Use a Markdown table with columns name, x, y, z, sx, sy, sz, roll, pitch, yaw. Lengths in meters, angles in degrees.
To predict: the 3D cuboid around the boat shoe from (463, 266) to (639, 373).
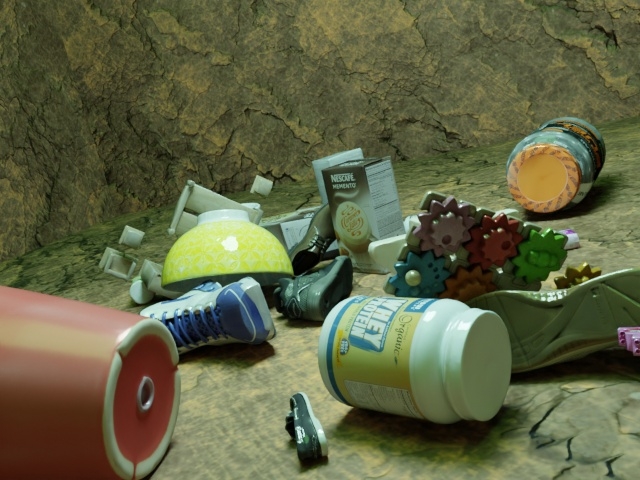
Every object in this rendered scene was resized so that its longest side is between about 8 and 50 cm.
| name | x | y | z | sx | sy | sz | roll | pitch | yaw |
| --- | --- | --- | --- | --- | --- | --- | --- | --- | --- |
| boat shoe | 0.302 | 0.114 | 0.814 | 0.302 | 0.109 | 0.098 | -20 | -27 | 26 |

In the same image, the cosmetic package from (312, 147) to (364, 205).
| name | x | y | z | sx | sy | sz | roll | pitch | yaw |
| --- | --- | --- | --- | --- | --- | --- | --- | --- | --- |
| cosmetic package | 0.074 | -0.139 | 1.831 | 0.127 | 0.238 | 0.107 | -24 | 13 | -29 |

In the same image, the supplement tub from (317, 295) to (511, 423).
| name | x | y | z | sx | sy | sz | roll | pitch | yaw |
| --- | --- | --- | --- | --- | --- | --- | --- | --- | --- |
| supplement tub | 0.112 | 0.141 | 0.753 | 0.200 | 0.144 | 0.144 | -2 | 16 | 42 |

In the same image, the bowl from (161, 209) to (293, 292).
| name | x | y | z | sx | sy | sz | roll | pitch | yaw |
| --- | --- | --- | --- | --- | --- | --- | --- | --- | --- |
| bowl | -0.210 | 0.020 | 1.377 | 0.290 | 0.156 | 0.289 | -6 | -11 | -1 |

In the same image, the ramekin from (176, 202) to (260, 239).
| name | x | y | z | sx | sy | sz | roll | pitch | yaw |
| --- | --- | --- | --- | --- | --- | --- | --- | --- | --- |
| ramekin | -0.306 | -0.017 | 1.917 | 0.277 | 0.135 | 0.277 | -12 | 13 | 3 |

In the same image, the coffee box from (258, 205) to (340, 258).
| name | x | y | z | sx | sy | sz | roll | pitch | yaw |
| --- | --- | --- | --- | --- | --- | --- | --- | --- | --- |
| coffee box | -0.055 | -0.013 | 1.674 | 0.297 | 0.118 | 0.168 | -10 | 12 | 18 |

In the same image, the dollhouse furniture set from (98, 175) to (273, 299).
| name | x | y | z | sx | sy | sz | roll | pitch | yaw |
| --- | --- | --- | --- | --- | --- | --- | --- | --- | --- |
| dollhouse furniture set | -0.336 | -0.045 | 1.538 | 0.303 | 0.355 | 0.174 | 24 | -2 | -24 |

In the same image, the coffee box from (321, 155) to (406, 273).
| name | x | y | z | sx | sy | sz | roll | pitch | yaw |
| --- | --- | --- | --- | --- | --- | --- | --- | --- | --- |
| coffee box | 0.103 | -0.057 | 1.406 | 0.098 | 0.246 | 0.141 | -23 | 15 | -39 |

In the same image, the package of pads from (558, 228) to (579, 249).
| name | x | y | z | sx | sy | sz | roll | pitch | yaw |
| --- | --- | --- | --- | --- | --- | --- | --- | --- | --- |
| package of pads | 0.473 | 0.003 | 1.251 | 0.083 | 0.032 | 0.050 | -12 | 15 | 5 |

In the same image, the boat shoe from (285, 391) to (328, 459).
| name | x | y | z | sx | sy | sz | roll | pitch | yaw |
| --- | --- | --- | --- | --- | --- | --- | --- | --- | --- |
| boat shoe | -0.025 | 0.226 | 0.758 | 0.038 | 0.046 | 0.125 | -11 | 20 | -13 |

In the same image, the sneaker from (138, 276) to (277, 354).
| name | x | y | z | sx | sy | sz | roll | pitch | yaw |
| --- | --- | --- | --- | --- | --- | --- | --- | --- | --- |
| sneaker | -0.222 | 0.157 | 1.128 | 0.182 | 0.127 | 0.315 | -25 | 10 | -31 |

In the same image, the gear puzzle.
| name | x | y | z | sx | sy | sz | roll | pitch | yaw |
| --- | --- | --- | --- | --- | --- | --- | --- | --- | --- |
| gear puzzle | 0.264 | 0.054 | 0.874 | 0.339 | 0.175 | 0.044 | 15 | 21 | -19 |

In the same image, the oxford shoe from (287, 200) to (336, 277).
| name | x | y | z | sx | sy | sz | roll | pitch | yaw |
| --- | --- | --- | --- | --- | --- | --- | --- | --- | --- |
| oxford shoe | 0.000 | 0.000 | 1.479 | 0.227 | 0.083 | 0.096 | -56 | 17 | 10 |

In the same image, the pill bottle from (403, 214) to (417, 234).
| name | x | y | z | sx | sy | sz | roll | pitch | yaw |
| --- | --- | --- | --- | --- | --- | --- | --- | --- | --- |
| pill bottle | 0.251 | -0.031 | 1.554 | 0.120 | 0.067 | 0.067 | -8 | 13 | 23 |

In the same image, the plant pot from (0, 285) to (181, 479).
| name | x | y | z | sx | sy | sz | roll | pitch | yaw |
| --- | --- | --- | --- | --- | --- | --- | --- | --- | --- |
| plant pot | -0.327 | 0.192 | 0.781 | 0.243 | 0.275 | 0.275 | -1 | 15 | 12 |

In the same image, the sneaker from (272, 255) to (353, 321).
| name | x | y | z | sx | sy | sz | roll | pitch | yaw |
| --- | --- | --- | --- | --- | --- | --- | --- | --- | --- |
| sneaker | -0.014 | 0.090 | 1.246 | 0.130 | 0.087 | 0.227 | 0 | 22 | 25 |

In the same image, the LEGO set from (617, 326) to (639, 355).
| name | x | y | z | sx | sy | sz | roll | pitch | yaw |
| --- | --- | --- | --- | --- | --- | --- | --- | --- | --- |
| LEGO set | 0.413 | 0.133 | 0.599 | 0.227 | 0.087 | 0.093 | -6 | -1 | 31 |

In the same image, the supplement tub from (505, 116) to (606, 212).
| name | x | y | z | sx | sy | sz | roll | pitch | yaw |
| --- | --- | --- | --- | --- | --- | --- | --- | --- | --- |
| supplement tub | 0.599 | -0.192 | 1.579 | 0.207 | 0.207 | 0.338 | -5 | 15 | 32 |

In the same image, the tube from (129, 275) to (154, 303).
| name | x | y | z | sx | sy | sz | roll | pitch | yaw |
| --- | --- | --- | --- | --- | --- | --- | --- | --- | --- |
| tube | -0.474 | 0.121 | 1.683 | 0.062 | 0.070 | 0.240 | -55 | 14 | -2 |

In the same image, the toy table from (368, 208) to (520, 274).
| name | x | y | z | sx | sy | sz | roll | pitch | yaw |
| --- | --- | --- | --- | --- | --- | --- | --- | --- | --- |
| toy table | 0.210 | 0.054 | 1.006 | 0.274 | 0.160 | 0.252 | -17 | 13 | -22 |
